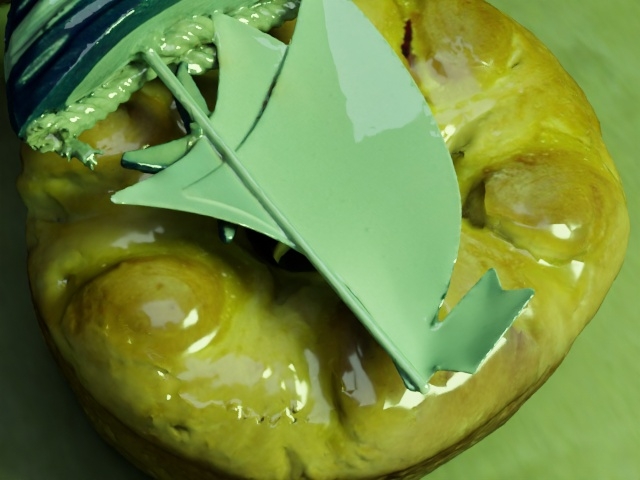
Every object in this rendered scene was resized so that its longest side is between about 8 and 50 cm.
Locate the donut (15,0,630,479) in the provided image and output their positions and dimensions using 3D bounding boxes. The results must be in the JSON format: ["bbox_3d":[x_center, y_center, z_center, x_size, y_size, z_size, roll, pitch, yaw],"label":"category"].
[{"bbox_3d":[0.000,0.000,0.947,0.317,0.150,0.299,1,56,-10],"label":"donut"}]

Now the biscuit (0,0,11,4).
[{"bbox_3d":[-0.120,-0.182,0.999,0.254,0.254,0.035,-24,94,-23],"label":"biscuit"}]

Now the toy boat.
[{"bbox_3d":[-0.036,-0.052,0.846,0.210,0.070,0.292,-10,63,-15],"label":"toy boat"}]
